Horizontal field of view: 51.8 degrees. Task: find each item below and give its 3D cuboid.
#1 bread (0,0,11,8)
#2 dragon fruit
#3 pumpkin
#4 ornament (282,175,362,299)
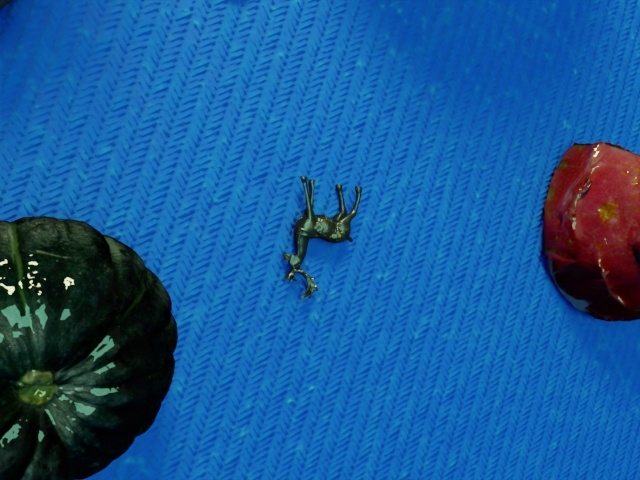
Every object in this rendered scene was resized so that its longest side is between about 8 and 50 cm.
[{"bbox_3d":[-0.337,-0.242,0.476,0.236,0.106,0.140,30,79,-22],"label":"bread"},{"bbox_3d":[0.376,0.017,0.788,0.189,0.163,0.262,-38,108,11],"label":"dragon fruit"},{"bbox_3d":[-0.222,0.088,0.509,0.220,0.162,0.221,-5,104,-23],"label":"pumpkin"},{"bbox_3d":[0.000,0.000,0.676,0.073,0.028,0.125,11,86,-23],"label":"ornament"}]
